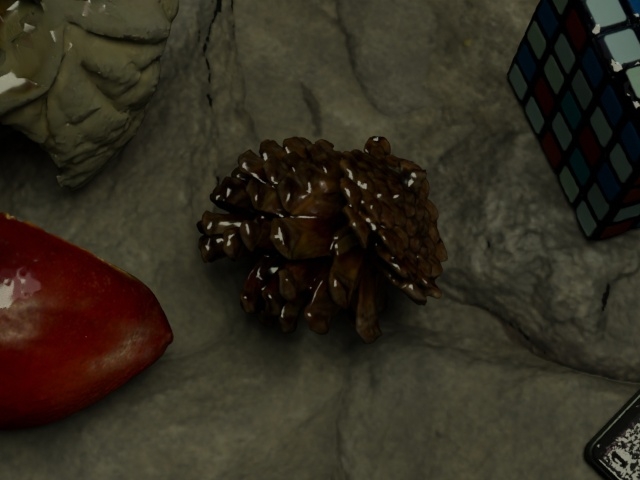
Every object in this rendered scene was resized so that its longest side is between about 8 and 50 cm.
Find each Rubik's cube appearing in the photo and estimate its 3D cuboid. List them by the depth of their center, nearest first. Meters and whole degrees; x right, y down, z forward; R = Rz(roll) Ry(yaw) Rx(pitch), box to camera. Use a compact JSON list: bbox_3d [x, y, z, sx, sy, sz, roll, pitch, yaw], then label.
[{"bbox_3d":[0.284,-0.132,1.405,0.187,0.182,0.184,-15,70,-15],"label":"Rubik's cube"}]

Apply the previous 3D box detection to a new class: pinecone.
[{"bbox_3d":[0.002,-0.003,1.319,0.195,0.150,0.179,8,21,9],"label":"pinecone"}]

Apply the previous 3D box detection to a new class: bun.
[{"bbox_3d":[-0.245,-0.176,1.311,0.281,0.205,0.282,0,92,-8],"label":"bun"}]

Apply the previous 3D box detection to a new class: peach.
[{"bbox_3d":[-0.250,0.065,1.267,0.267,0.159,0.154,21,72,-1],"label":"peach"}]

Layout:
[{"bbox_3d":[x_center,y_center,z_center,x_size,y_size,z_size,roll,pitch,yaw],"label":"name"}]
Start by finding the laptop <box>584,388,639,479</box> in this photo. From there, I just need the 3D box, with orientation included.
[{"bbox_3d":[0.330,0.154,1.372,0.207,0.026,0.154,-40,78,-21],"label":"laptop"}]
